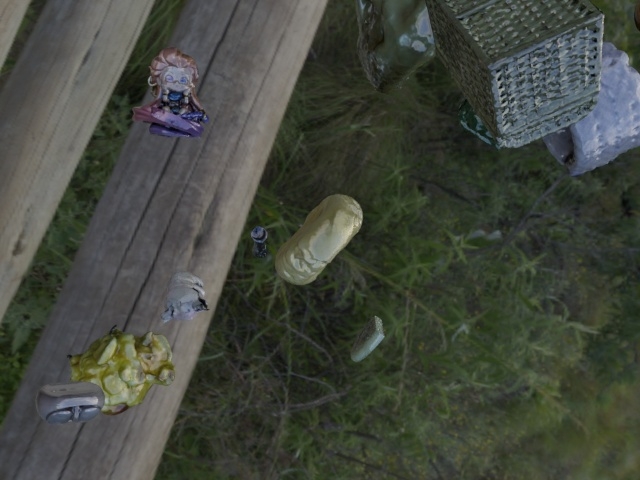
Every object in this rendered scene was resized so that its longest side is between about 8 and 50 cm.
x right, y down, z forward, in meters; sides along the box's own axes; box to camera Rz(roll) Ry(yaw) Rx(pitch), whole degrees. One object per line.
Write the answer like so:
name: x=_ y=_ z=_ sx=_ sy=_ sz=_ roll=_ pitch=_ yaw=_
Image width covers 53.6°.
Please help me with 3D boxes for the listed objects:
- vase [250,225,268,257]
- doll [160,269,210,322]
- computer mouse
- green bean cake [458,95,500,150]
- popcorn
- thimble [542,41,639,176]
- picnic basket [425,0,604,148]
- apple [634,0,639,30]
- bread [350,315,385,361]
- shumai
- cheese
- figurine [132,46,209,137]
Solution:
vase: x=-0.212 y=0.007 z=2.201 sx=0.167 sy=0.059 sz=0.059 roll=98 pitch=16 yaw=-69
doll: x=-0.412 y=0.168 z=1.921 sx=0.149 sy=0.192 sz=0.095 roll=-16 pitch=130 yaw=-2
computer mouse: x=-0.263 y=0.174 z=0.666 sx=0.066 sy=0.096 sz=0.039 roll=1 pitch=88 yaw=-32
green bean cake: x=0.531 y=-0.353 z=1.559 sx=0.169 sy=0.308 sz=0.300 roll=-59 pitch=176 yaw=-48
popcorn: x=-0.424 y=0.268 z=1.358 sx=0.169 sy=0.189 sz=0.218 roll=58 pitch=32 yaw=-10
thimble: x=0.529 y=-0.265 z=1.264 sx=0.157 sy=0.217 sz=0.245 roll=-25 pitch=118 yaw=5
picnic basket: x=0.224 y=-0.230 z=0.753 sx=0.154 sy=0.134 sz=0.196 roll=58 pitch=9 yaw=-50
apple: x=0.500 y=-0.329 z=0.891 sx=0.114 sy=0.099 sz=0.102 roll=16 pitch=116 yaw=-33
bread: x=0.108 y=0.246 z=1.562 sx=0.112 sy=0.036 sz=0.193 roll=-51 pitch=180 yaw=6
shumai: x=0.121 y=-0.460 z=1.026 sx=0.323 sy=0.324 sz=0.397 roll=46 pitch=14 yaw=-12
cheese: x=0.000 y=0.000 z=1.427 sx=0.117 sy=0.214 sz=0.226 roll=40 pitch=53 yaw=-4
figurine: x=-0.251 y=-0.240 z=1.064 sx=0.126 sy=0.114 sz=0.157 roll=-1 pitch=74 yaw=-14
